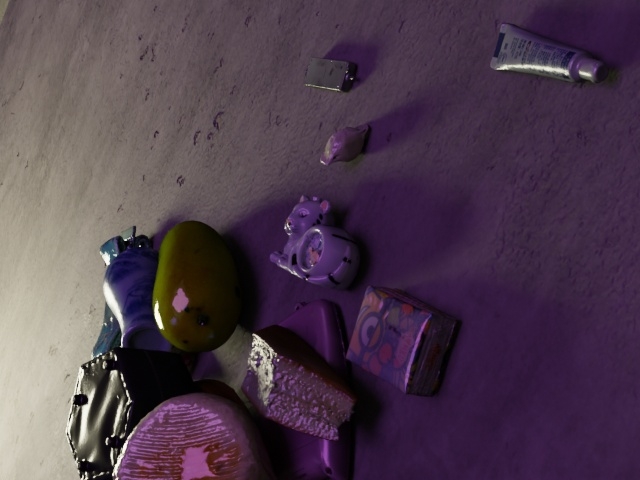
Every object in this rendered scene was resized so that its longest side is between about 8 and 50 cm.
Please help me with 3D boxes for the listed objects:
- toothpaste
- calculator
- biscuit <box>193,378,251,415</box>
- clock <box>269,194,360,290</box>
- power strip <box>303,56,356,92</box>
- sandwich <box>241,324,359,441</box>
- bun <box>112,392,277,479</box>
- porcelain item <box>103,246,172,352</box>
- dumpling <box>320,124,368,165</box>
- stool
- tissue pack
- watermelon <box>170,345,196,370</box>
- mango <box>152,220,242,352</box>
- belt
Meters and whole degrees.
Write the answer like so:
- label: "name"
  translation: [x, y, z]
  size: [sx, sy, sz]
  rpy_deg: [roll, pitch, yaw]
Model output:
- label: "toothpaste"
  translation: [0.272, -0.221, 1.343]
  size: [0.216, 0.037, 0.062]
  rpy_deg: [34, 107, 59]
- label: "calculator"
  translation: [-0.028, 0.223, 1.618]
  size: [0.194, 0.043, 0.294]
  rpy_deg: [-36, 49, 45]
- label: "biscuit"
  translation: [-0.198, 0.429, 1.774]
  size: [0.350, 0.070, 0.394]
  rpy_deg: [45, 115, 48]
- label: "clock"
  translation: [-0.001, 0.000, 1.625]
  size: [0.176, 0.080, 0.117]
  rpy_deg: [26, 99, 58]
- label: "power strip"
  translation: [0.017, -0.259, 1.745]
  size: [0.136, 0.019, 0.051]
  rpy_deg: [20, 93, 57]
- label: "sandwich"
  translation: [-0.047, 0.191, 1.548]
  size: [0.258, 0.096, 0.094]
  rpy_deg: [31, 106, 61]
- label: "bun"
  translation: [-0.174, 0.343, 1.592]
  size: [0.244, 0.153, 0.244]
  rpy_deg: [-11, 58, 19]
- label: "porcelain item"
  translation: [-0.315, 0.108, 1.980]
  size: [0.141, 0.141, 0.259]
  rpy_deg: [-60, 27, 24]
- label: "dumpling"
  translation: [0.032, -0.145, 1.652]
  size: [0.057, 0.052, 0.076]
  rpy_deg: [33, 105, 50]
- label: "stool"
  translation: [-0.298, 0.282, 1.766]
  size: [0.232, 0.141, 0.232]
  rpy_deg: [-18, 66, 48]
- label: "tissue pack"
  translation: [0.102, 0.128, 1.444]
  size: [0.148, 0.060, 0.108]
  rpy_deg: [25, 101, 57]
- label: "watermelon"
  translation: [-0.283, 0.223, 1.954]
  size: [0.180, 0.081, 0.094]
  rpy_deg: [-41, 11, -9]
- label: "mango"
  translation: [-0.211, 0.069, 1.866]
  size: [0.293, 0.143, 0.175]
  rpy_deg: [-112, 39, -56]
- label: "belt"
  translation: [-0.381, 0.120, 2.136]
  size: [0.072, 0.087, 0.302]
  rpy_deg: [-25, 58, 54]
